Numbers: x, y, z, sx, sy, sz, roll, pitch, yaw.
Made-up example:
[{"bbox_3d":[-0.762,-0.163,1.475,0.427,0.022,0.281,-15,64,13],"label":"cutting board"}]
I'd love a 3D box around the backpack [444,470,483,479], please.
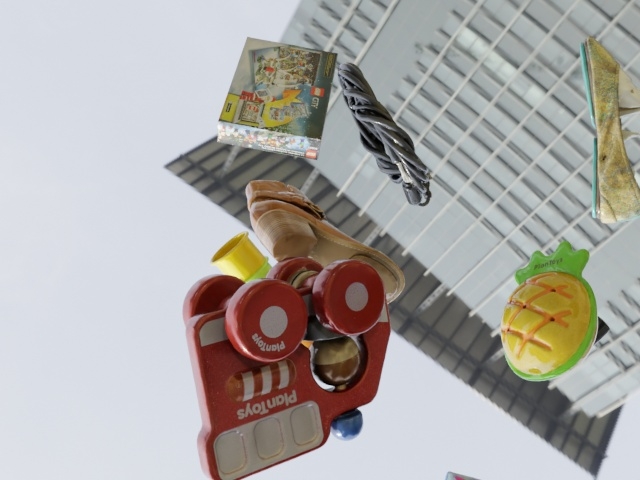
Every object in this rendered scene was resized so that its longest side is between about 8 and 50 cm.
[{"bbox_3d":[0.240,0.421,0.947,0.253,0.225,0.191,45,-113,-40],"label":"backpack"}]

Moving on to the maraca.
[{"bbox_3d":[0.275,0.083,0.895,0.099,0.127,0.185,36,-129,-30],"label":"maraca"}]

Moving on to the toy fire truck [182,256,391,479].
[{"bbox_3d":[-0.034,0.159,0.982,0.302,0.169,0.254,-12,-83,-33],"label":"toy fire truck"}]

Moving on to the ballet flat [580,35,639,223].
[{"bbox_3d":[0.546,-0.206,1.354,0.123,0.123,0.348,0,-95,-33],"label":"ballet flat"}]

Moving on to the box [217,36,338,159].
[{"bbox_3d":[-0.065,-0.235,1.200,0.159,0.044,0.233,11,-132,-1],"label":"box"}]

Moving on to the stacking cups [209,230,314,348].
[{"bbox_3d":[-0.072,0.124,1.431,0.316,0.096,0.096,48,-139,-15],"label":"stacking cups"}]

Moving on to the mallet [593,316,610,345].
[{"bbox_3d":[0.453,0.132,1.327,0.039,0.062,0.189,47,-169,-18],"label":"mallet"}]

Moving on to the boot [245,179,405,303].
[{"bbox_3d":[0.000,0.000,1.274,0.283,0.109,0.220,18,-159,-28],"label":"boot"}]

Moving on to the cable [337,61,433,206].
[{"bbox_3d":[0.058,-0.124,0.803,0.184,0.047,0.150,61,-171,32],"label":"cable"}]
